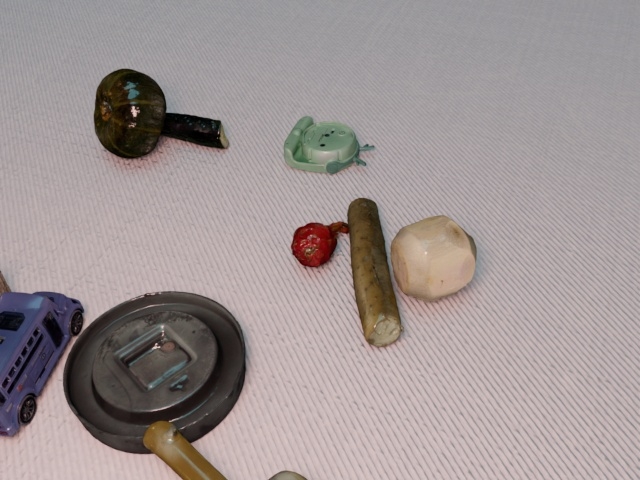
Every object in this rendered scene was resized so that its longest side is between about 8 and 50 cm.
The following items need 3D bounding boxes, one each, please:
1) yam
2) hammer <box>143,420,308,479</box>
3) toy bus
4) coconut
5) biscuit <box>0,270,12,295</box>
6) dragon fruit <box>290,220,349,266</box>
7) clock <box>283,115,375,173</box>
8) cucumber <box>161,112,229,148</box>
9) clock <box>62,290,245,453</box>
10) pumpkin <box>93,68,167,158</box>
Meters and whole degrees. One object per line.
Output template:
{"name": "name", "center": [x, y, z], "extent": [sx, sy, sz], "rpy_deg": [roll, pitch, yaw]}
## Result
{"name": "yam", "center": [0.099, 0.049, 1.361], "extent": [0.083, 0.083, 0.372], "rpy_deg": [-5, 43, -2]}
{"name": "hammer", "center": [-0.152, 0.367, 0.997], "extent": [0.305, 0.113, 0.202], "rpy_deg": [37, 52, 26]}
{"name": "toy bus", "center": [-0.543, 0.192, 1.206], "extent": [0.125, 0.133, 0.292], "rpy_deg": [5, 44, 9]}
{"name": "coconut", "center": [0.224, 0.034, 1.311], "extent": [0.162, 0.161, 0.161], "rpy_deg": [-12, 44, -10]}
{"name": "biscuit", "center": [-0.818, 0.132, 1.281], "extent": [0.426, 0.144, 0.078], "rpy_deg": [-12, 45, -8]}
{"name": "dragon fruit", "center": [0.000, 0.000, 1.427], "extent": [0.094, 0.094, 0.190], "rpy_deg": [18, 26, 21]}
{"name": "clock", "center": [0.025, -0.234, 1.673], "extent": [0.210, 0.066, 0.159], "rpy_deg": [11, 46, 14]}
{"name": "cucumber", "center": [-0.347, -0.292, 1.752], "extent": [0.241, 0.074, 0.074], "rpy_deg": [14, 46, 18]}
{"name": "clock", "center": [-0.288, 0.226, 1.204], "extent": [0.318, 0.066, 0.319], "rpy_deg": [-2, 43, 2]}
{"name": "pumpkin", "center": [-0.473, -0.315, 1.686], "extent": [0.157, 0.224, 0.224], "rpy_deg": [4, 31, -43]}
